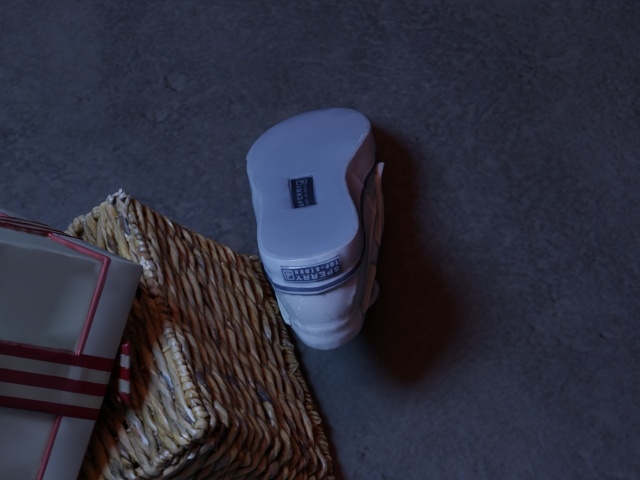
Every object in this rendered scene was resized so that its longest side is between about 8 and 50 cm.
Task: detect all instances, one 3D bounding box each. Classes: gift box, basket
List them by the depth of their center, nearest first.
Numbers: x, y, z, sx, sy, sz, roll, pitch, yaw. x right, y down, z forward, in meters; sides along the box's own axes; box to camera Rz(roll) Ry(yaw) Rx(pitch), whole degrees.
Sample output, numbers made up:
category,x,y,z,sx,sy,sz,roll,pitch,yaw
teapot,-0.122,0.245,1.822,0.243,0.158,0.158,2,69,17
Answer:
category,x,y,z,sx,sy,sz,roll,pitch,yaw
gift box,-0.333,0.098,1.695,0.255,0.258,0.276,27,100,40
basket,-0.157,0.144,1.855,0.213,0.223,0.299,-37,54,20

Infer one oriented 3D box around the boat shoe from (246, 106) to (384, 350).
category,x,y,z,sx,sy,sz,roll,pitch,yaw
boat shoe,0.009,-0.001,1.922,0.135,0.156,0.367,-11,26,3
